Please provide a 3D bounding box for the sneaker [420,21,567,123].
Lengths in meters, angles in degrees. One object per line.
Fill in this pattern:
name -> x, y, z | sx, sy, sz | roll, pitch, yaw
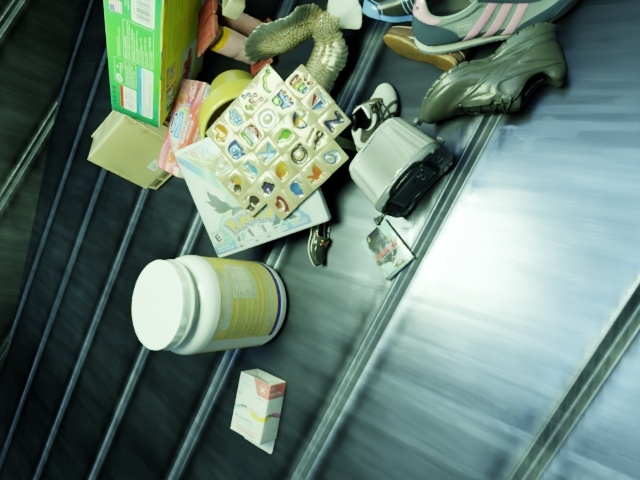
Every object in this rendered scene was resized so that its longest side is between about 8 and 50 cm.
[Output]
sneaker -> 0.335, -0.299, 0.815 | 0.286, 0.109, 0.130 | -24, 76, 34

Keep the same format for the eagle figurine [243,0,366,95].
eagle figurine -> -0.020, -0.518, 1.065 | 0.298, 0.225, 0.226 | -47, 69, 9

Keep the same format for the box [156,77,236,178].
box -> -0.394, -0.347, 1.335 | 0.142, 0.154, 0.300 | 26, 100, 38

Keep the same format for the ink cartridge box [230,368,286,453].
ink cartridge box -> -0.171, 0.463, 1.101 | 0.115, 0.067, 0.198 | 9, 89, 37

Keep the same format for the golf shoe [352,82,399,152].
golf shoe -> 0.126, -0.302, 0.957 | 0.077, 0.094, 0.198 | 5, 68, 33

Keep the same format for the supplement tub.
supplement tub -> -0.275, 0.163, 1.057 | 0.240, 0.331, 0.241 | -6, 79, 36

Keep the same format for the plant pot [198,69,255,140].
plant pot -> -0.220, -0.356, 1.164 | 0.254, 0.254, 0.239 | -43, 45, 24

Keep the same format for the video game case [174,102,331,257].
video game case -> -0.174, -0.140, 1.038 | 0.328, 0.036, 0.300 | -18, 100, 17

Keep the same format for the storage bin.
storage bin -> -0.625, -0.335, 1.444 | 0.262, 0.260, 0.123 | -31, 49, 29

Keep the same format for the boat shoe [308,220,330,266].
boat shoe -> -0.001, 0.000, 1.053 | 0.042, 0.048, 0.133 | -6, 75, 44

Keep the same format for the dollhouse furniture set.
dollhouse furniture set -> -0.179, -0.631, 1.129 | 0.374, 0.201, 0.152 | -16, 73, 51

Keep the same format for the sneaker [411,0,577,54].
sneaker -> 0.334, -0.462, 0.783 | 0.318, 0.131, 0.112 | -13, 69, 16

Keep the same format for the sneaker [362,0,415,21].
sneaker -> 0.209, -0.533, 0.895 | 0.232, 0.091, 0.082 | 9, 48, 9

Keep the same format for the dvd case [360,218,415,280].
dvd case -> 0.155, 0.021, 0.956 | 0.087, 0.013, 0.120 | -45, 60, 23

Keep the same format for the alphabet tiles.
alphabet tiles -> -0.107, -0.227, 0.977 | 0.342, 0.011, 0.285 | -41, 93, 19

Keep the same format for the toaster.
toaster -> 0.164, -0.157, 0.906 | 0.227, 0.129, 0.146 | -51, 54, 23

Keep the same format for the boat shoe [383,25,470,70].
boat shoe -> 0.241, -0.447, 0.926 | 0.207, 0.073, 0.073 | 35, 97, 27

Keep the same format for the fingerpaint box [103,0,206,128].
fingerpaint box -> -0.467, -0.633, 1.208 | 0.445, 0.163, 0.371 | 122, 167, -51

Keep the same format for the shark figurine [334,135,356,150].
shark figurine -> -0.020, -0.233, 1.092 | 0.278, 0.166, 0.116 | -59, 27, 35
